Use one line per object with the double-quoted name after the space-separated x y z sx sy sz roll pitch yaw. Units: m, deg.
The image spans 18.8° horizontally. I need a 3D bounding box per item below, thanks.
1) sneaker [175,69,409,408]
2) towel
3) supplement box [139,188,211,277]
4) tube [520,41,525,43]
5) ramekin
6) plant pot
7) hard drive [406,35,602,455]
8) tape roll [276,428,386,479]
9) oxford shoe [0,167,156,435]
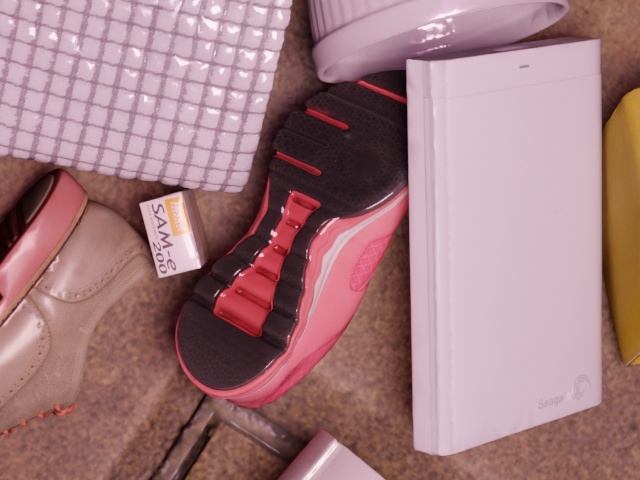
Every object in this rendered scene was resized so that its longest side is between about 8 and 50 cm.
-0.001 0.000 1.551 0.116 0.136 0.314 32 79 22 "sneaker"
-0.143 -0.193 1.494 0.235 0.121 0.283 10 108 -8 "towel"
-0.115 -0.007 1.533 0.036 0.098 0.062 -15 92 2 "supplement box"
0.087 -0.099 1.598 0.207 0.052 0.080 -25 90 -2 "tube"
0.083 -0.205 1.517 0.207 0.207 0.109 -15 84 -9 "ramekin"
0.330 -0.035 1.565 0.212 0.212 0.187 -18 76 -9 "plant pot"
0.150 0.000 1.539 0.203 0.040 0.307 -12 105 -42 "hard drive"
0.038 0.288 1.497 0.246 0.246 0.169 41 85 -8 "tape roll"
-0.255 0.119 1.508 0.130 0.123 0.348 36 90 -20 "oxford shoe"
